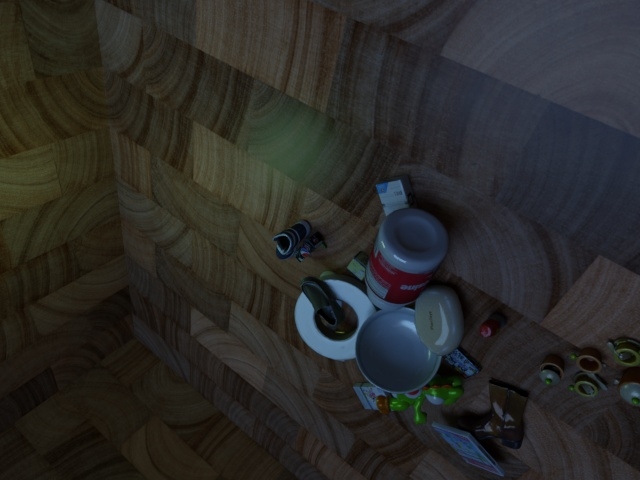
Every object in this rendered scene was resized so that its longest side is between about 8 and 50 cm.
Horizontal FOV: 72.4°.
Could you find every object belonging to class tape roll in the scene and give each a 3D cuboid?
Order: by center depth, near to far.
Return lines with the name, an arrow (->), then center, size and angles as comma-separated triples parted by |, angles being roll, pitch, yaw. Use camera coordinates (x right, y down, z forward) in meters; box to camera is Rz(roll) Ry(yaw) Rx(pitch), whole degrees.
tape roll -> 0.076, 0.341, 1.927 | 0.391, 0.072, 0.393 | 5, 109, 16

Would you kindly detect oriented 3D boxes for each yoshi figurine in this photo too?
yoshi figurine -> 0.426, 0.638, 1.826 | 0.361, 0.203, 0.204 | -14, 96, 25

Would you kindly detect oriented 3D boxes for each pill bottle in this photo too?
pill bottle -> 0.282, 0.089, 1.539 | 0.229, 0.229, 0.408 | 35, 151, 16

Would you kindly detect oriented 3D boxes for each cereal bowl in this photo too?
cereal bowl -> 0.311, 0.443, 1.754 | 0.338, 0.339, 0.141 | 30, 166, 20

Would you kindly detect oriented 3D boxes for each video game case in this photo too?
video game case -> 0.635, 0.897, 1.884 | 0.285, 0.025, 0.204 | 49, 153, -17

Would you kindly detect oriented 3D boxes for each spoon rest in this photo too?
spoon rest -> 0.054, 0.269, 2.004 | 0.137, 0.084, 0.277 | 8, 108, 34

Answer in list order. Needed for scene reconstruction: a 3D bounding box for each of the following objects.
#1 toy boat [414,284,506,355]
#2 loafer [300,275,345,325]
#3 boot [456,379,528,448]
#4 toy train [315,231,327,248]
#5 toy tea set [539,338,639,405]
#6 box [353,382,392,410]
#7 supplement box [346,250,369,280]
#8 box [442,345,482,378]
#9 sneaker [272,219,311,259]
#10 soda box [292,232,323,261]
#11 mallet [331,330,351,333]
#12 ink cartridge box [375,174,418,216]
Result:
toy boat -> 0.501, 0.297, 1.598 | 0.318, 0.148, 0.268 | 2, 96, 39
loafer -> 0.007, 0.257, 1.836 | 0.251, 0.087, 0.094 | 47, 114, 0
boot -> 0.676, 0.680, 1.743 | 0.264, 0.096, 0.281 | 12, 122, 37
toy train -> 0.000, 0.000, 1.902 | 0.083, 0.017, 0.023 | 57, 146, -7
toy tea set -> 0.881, 0.444, 1.397 | 0.336, 0.124, 0.200 | -30, 96, 46
box -> 0.269, 0.776, 2.175 | 0.186, 0.038, 0.145 | -17, 106, 43
supplement box -> 0.167, 0.106, 1.806 | 0.083, 0.056, 0.083 | 41, 135, 11
box -> 0.563, 0.485, 1.752 | 0.137, 0.027, 0.094 | 43, 137, 8
sneaker -> -0.163, 0.024, 1.950 | 0.099, 0.153, 0.282 | 48, 136, 4
soda box -> -0.058, 0.033, 1.924 | 0.053, 0.060, 0.169 | 48, 144, 1
mallet -> 0.110, 0.436, 2.087 | 0.189, 0.039, 0.062 | -11, 113, 38
ink cartridge box -> 0.279, -0.134, 1.555 | 0.104, 0.060, 0.180 | -6, 113, 41
